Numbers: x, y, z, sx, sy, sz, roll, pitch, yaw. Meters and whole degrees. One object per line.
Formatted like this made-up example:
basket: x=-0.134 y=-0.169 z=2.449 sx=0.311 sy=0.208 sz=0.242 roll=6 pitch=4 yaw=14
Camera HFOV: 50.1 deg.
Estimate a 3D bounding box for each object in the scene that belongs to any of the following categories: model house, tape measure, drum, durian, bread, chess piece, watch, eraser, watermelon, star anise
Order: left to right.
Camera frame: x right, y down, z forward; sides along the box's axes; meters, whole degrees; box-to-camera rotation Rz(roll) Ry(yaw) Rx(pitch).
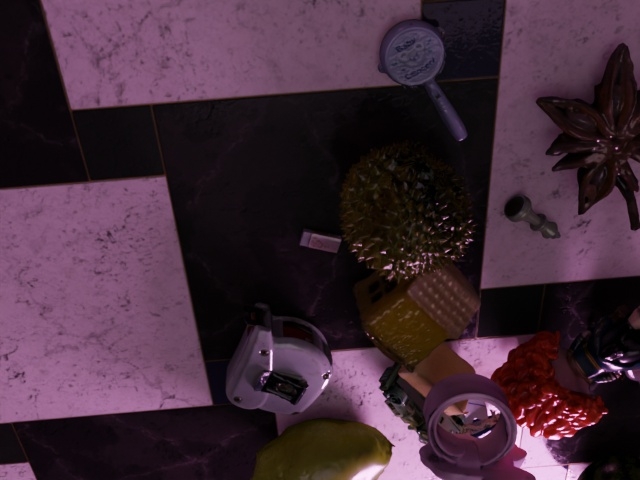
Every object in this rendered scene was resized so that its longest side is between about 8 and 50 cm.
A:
tape measure: x=-0.096 y=0.286 z=1.565 sx=0.246 sy=0.125 sz=0.243 roll=17 pitch=121 yaw=-14
eraser: x=0.000 y=0.000 z=1.447 sx=0.083 sy=0.019 sz=0.038 roll=11 pitch=123 yaw=-11
durian: x=0.011 y=0.555 z=1.721 sx=0.340 sy=0.204 sz=0.256 roll=-33 pitch=134 yaw=7
durian: x=0.155 y=-0.049 z=1.286 sx=0.225 sy=0.291 sz=0.291 roll=-29 pitch=122 yaw=33
drum: x=0.184 y=-0.280 z=1.258 sx=0.130 sy=0.049 sz=0.253 roll=-17 pitch=122 yaw=7
model house: x=0.213 y=0.129 z=1.454 sx=0.234 sy=0.174 sz=0.193 roll=-37 pitch=118 yaw=22
bread: x=0.273 y=0.306 z=1.597 sx=0.188 sy=0.125 sz=0.068 roll=40 pitch=144 yaw=-21
watch: x=0.346 y=0.416 z=1.487 sx=0.249 sy=0.211 sz=0.217 roll=5 pitch=106 yaw=4
chess piece: x=0.454 y=-0.041 z=1.437 sx=0.149 sy=0.059 sz=0.059 roll=28 pitch=117 yaw=-28
star anise: x=0.560 y=-0.190 z=1.314 sx=0.350 sy=0.109 sz=0.292 roll=33 pitch=123 yaw=-11
watermelon: x=0.811 y=0.710 z=1.837 sx=0.269 sy=0.269 sz=0.268 roll=-2 pitch=123 yaw=-3

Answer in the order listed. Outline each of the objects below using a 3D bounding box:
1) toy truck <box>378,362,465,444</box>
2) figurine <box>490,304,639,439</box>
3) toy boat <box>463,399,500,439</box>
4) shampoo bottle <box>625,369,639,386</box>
toy truck: x=0.228 y=0.410 z=1.660 sx=0.135 sy=0.128 sz=0.259 roll=-16 pitch=116 yaw=48
figurine: x=0.593 y=0.275 z=1.536 sx=0.412 sy=0.306 sz=0.241 roll=-37 pitch=90 yaw=5
toy boat: x=0.341 y=0.414 z=1.735 sx=0.221 sy=0.067 sz=0.291 roll=-15 pitch=110 yaw=10
shampoo bottle: x=0.793 y=0.310 z=1.695 sx=0.080 sy=0.040 sz=0.165 roll=-24 pitch=122 yaw=10
